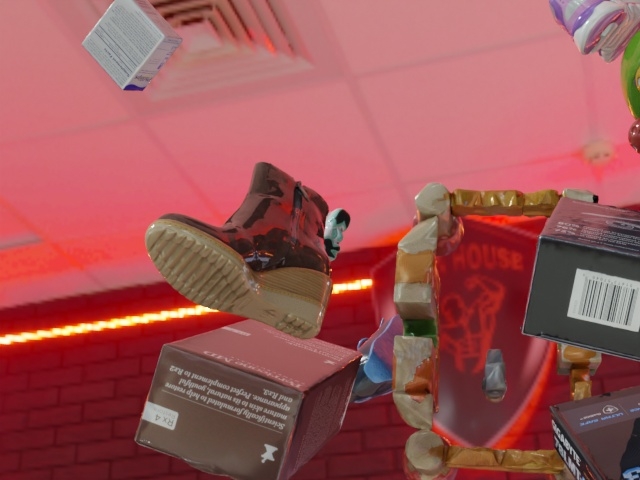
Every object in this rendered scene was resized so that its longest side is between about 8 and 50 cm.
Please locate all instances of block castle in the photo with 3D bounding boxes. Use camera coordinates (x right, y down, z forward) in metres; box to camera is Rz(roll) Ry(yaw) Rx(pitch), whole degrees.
[{"bbox_3d":[0.268,0.148,1.504,0.303,0.453,0.213,1,-18,9],"label":"block castle"}]

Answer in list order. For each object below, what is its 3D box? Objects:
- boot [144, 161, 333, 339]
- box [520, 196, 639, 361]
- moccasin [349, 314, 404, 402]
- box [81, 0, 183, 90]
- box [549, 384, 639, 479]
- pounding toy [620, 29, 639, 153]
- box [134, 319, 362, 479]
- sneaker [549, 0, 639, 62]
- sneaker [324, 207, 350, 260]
[{"bbox_3d":[-0.087,-0.013,1.158,0.248,0.207,0.090,32,-50,-30],"label":"boot"},{"bbox_3d":[0.307,0.036,1.059,0.153,0.108,0.207,12,16,18],"label":"box"},{"bbox_3d":[0.117,0.220,1.892,0.117,0.138,0.342,-41,-15,20],"label":"moccasin"},{"bbox_3d":[-0.352,-0.371,1.883,0.137,0.126,0.072,-46,-11,19],"label":"box"},{"bbox_3d":[0.446,0.252,1.123,0.295,0.293,0.073,-11,-69,-3],"label":"box"},{"bbox_3d":[0.443,-0.179,1.226,0.110,0.183,0.237,-34,10,-29],"label":"pounding toy"},{"bbox_3d":[-0.081,0.208,1.374,0.191,0.143,0.381,17,6,12],"label":"box"},{"bbox_3d":[0.389,-0.319,1.422,0.095,0.104,0.236,-54,-22,23],"label":"sneaker"},{"bbox_3d":[0.000,0.000,1.446,0.038,0.098,0.069,45,-32,-25],"label":"sneaker"}]
